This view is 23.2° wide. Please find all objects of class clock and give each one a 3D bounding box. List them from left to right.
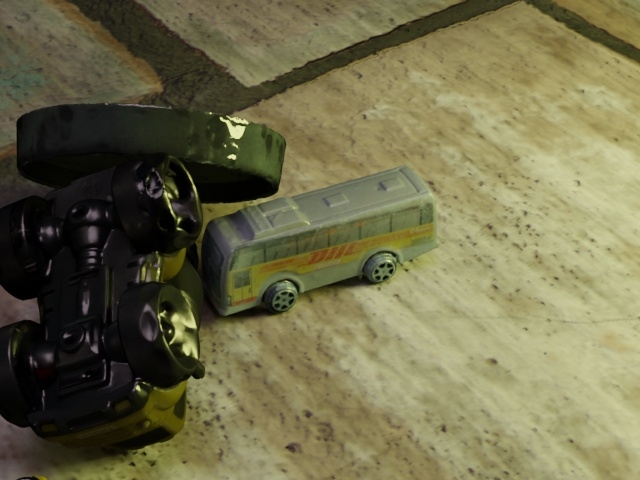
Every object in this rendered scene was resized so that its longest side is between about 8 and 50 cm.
[{"bbox_3d":[-0.135,-0.066,1.241,0.215,0.215,0.042,3,82,6],"label":"clock"}]

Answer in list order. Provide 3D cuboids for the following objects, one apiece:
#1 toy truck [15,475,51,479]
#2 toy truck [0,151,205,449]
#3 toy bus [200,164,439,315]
[{"bbox_3d":[-0.190,0.194,1.009,0.054,0.049,0.083,22,45,26],"label":"toy truck"},{"bbox_3d":[-0.140,0.056,1.117,0.147,0.165,0.224,-18,50,16],"label":"toy truck"},{"bbox_3d":[0.000,0.000,1.233,0.191,0.075,0.064,-15,40,-18],"label":"toy bus"}]
